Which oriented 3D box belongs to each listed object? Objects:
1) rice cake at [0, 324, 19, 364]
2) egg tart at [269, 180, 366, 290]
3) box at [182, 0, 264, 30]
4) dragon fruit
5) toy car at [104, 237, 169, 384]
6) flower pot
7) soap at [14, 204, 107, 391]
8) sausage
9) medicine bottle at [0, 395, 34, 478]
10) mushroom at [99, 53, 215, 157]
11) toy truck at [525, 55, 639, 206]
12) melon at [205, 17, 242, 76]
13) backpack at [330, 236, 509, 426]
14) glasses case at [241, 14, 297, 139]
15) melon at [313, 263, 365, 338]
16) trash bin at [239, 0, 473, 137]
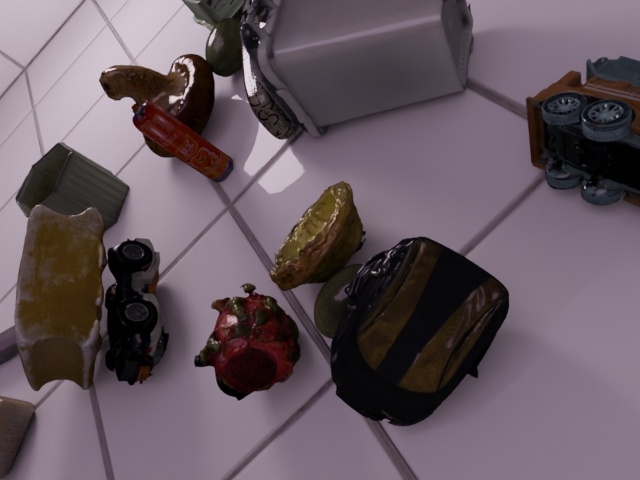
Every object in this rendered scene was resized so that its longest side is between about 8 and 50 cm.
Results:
[{"bbox_3d":[-0.854,0.286,1.338,0.399,0.064,0.070,-27,57,21],"label":"rice cake"},{"bbox_3d":[0.000,0.002,0.835,0.212,0.090,0.213,-44,21,21],"label":"egg tart"},{"bbox_3d":[-0.250,-0.729,1.412,0.290,0.166,0.220,-49,47,2],"label":"box"},{"bbox_3d":[-0.119,0.160,0.814,0.172,0.166,0.160,-114,25,-70],"label":"dragon fruit"},{"bbox_3d":[-0.386,0.150,1.031,0.193,0.118,0.301,-58,41,37],"label":"toy car"},{"bbox_3d":[-0.681,-0.129,1.367,0.239,0.189,0.209,29,84,44],"label":"flower pot"},{"bbox_3d":[-0.523,0.131,1.021,0.335,0.156,0.294,132,137,-53],"label":"soap"},{"bbox_3d":[-0.305,-0.218,1.085,0.074,0.274,0.074,-14,61,28],"label":"sausage"},{"bbox_3d":[-0.749,0.484,1.112,0.114,0.114,0.252,-3,63,35],"label":"medicine bottle"},{"bbox_3d":[-0.386,-0.347,1.266,0.267,0.254,0.267,11,109,34],"label":"mushroom"},{"bbox_3d":[0.437,-0.121,0.590,0.184,0.133,0.338,-40,44,-12],"label":"toy truck"},{"bbox_3d":[-0.246,-0.519,1.324,0.114,0.114,0.167,8,77,39],"label":"melon"},{"bbox_3d":[0.115,0.128,0.663,0.206,0.133,0.258,32,96,8],"label":"backpack"},{"bbox_3d":[-0.117,-0.380,1.134,0.085,0.137,0.355,-25,52,21],"label":"glasses case"},{"bbox_3d":[0.045,0.095,0.770,0.130,0.098,0.098,-44,48,5],"label":"melon"},{"bbox_3d":[0.070,-0.375,0.907,0.367,0.296,0.256,0,64,29],"label":"trash bin"}]
